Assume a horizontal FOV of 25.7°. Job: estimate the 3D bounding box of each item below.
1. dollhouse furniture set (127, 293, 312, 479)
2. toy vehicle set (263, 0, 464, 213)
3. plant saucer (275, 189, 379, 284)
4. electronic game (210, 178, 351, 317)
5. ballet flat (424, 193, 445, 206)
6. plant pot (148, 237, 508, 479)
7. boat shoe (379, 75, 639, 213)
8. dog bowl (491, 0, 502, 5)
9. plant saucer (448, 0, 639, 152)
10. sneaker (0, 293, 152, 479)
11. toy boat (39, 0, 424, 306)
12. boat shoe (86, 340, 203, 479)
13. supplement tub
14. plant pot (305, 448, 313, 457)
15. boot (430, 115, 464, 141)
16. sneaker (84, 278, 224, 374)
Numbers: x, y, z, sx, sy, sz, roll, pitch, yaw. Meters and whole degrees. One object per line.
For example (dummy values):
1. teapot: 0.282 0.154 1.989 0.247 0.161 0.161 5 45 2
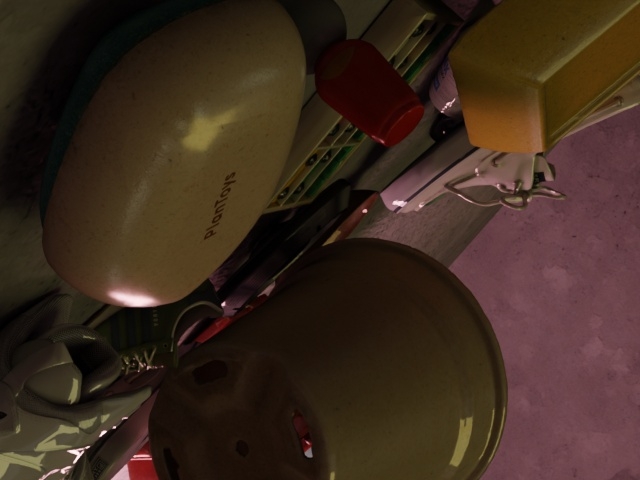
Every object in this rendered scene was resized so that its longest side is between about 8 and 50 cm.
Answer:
1. dollhouse furniture set: -0.156 0.268 1.856 0.374 0.201 0.152 -44 172 23
2. toy vehicle set: 0.033 -0.141 1.449 0.267 0.035 0.166 -50 170 18
3. plant saucer: 0.000 0.000 1.845 0.198 0.036 0.198 -49 174 -7
4. electronic game: -0.050 0.009 1.658 0.229 0.048 0.229 -43 178 -1
5. ballet flat: 0.202 -0.134 2.159 0.188 0.070 0.070 -46 170 -13
6. plant pot: -0.012 0.184 1.508 0.334 0.334 0.305 -52 162 28
7. boat shoe: 0.255 -0.106 1.779 0.367 0.156 0.136 -34 -176 19
8. dog bowl: 0.332 -0.365 1.621 0.349 0.102 0.349 -44 170 -10
9. plant saucer: 0.300 -0.227 1.502 0.332 0.081 0.333 -39 163 0
10. sneaker: -0.238 0.170 1.241 0.210 0.137 0.366 -44 167 3
11. toy boat: -0.071 -0.088 0.985 0.318 0.148 0.267 -28 155 -41
12. boat shoe: -0.208 0.173 1.540 0.096 0.088 0.267 -56 175 36
13. supplement tub: 0.183 -0.207 1.718 0.071 0.071 0.107 -39 168 -36
14. plant pot: 0.006 0.215 2.091 0.235 0.293 0.293 -28 167 -10
15. boot: 0.349 -0.298 1.910 0.445 0.146 0.367 -41 168 -8
16. sneaker: -0.176 0.099 1.372 0.192 0.086 0.064 -43 169 -19
